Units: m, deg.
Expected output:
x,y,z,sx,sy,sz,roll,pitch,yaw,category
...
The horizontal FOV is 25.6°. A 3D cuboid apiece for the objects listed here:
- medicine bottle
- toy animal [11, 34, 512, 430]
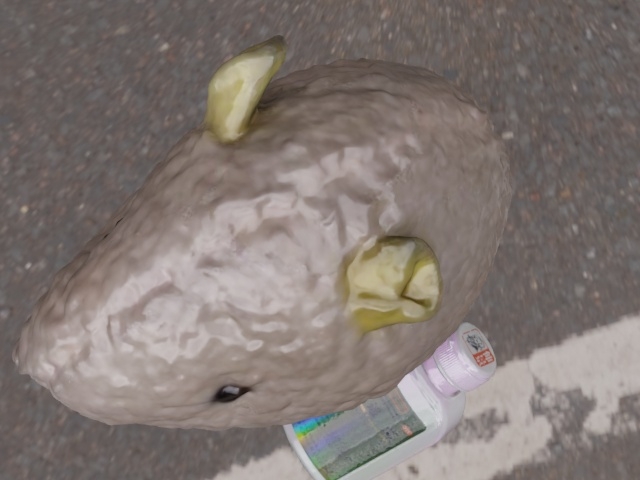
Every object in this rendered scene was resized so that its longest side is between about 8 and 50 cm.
x,y,z,sx,sy,sz,roll,pitch,yaw,category
0.068,0.154,1.364,0.219,0.078,0.115,-35,82,29,medicine bottle
0.005,-0.003,0.829,0.188,0.358,0.226,52,133,9,toy animal
